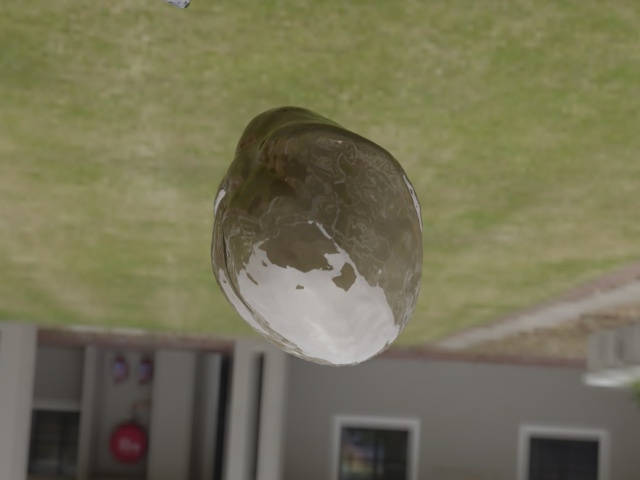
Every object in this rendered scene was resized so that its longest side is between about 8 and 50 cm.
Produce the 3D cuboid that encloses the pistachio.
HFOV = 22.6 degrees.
[{"bbox_3d":[0.000,0.000,0.819,0.113,0.113,0.149,-1,144,32],"label":"pistachio"}]

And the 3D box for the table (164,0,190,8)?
[{"bbox_3d":[-0.085,-0.232,0.612,0.193,0.172,0.169,22,146,-23],"label":"table"}]
